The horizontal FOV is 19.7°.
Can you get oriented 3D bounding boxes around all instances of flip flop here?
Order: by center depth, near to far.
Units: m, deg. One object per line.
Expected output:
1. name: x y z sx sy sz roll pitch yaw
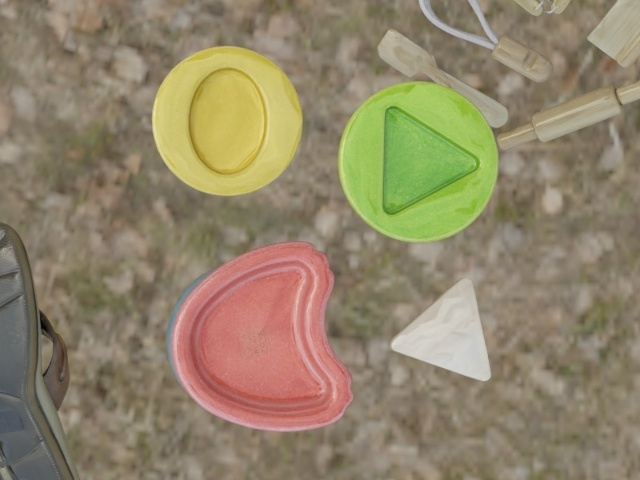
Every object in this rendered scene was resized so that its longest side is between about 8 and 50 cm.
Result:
1. flip flop: -0.240 0.112 1.460 0.112 0.080 0.277 -5 110 27

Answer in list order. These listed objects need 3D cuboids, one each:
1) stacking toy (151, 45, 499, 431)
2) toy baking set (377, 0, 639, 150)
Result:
1. stacking toy: 0.000 0.000 1.532 0.280 0.308 0.130 -1 178 -6
2. toy baking set: 0.194 -0.185 1.740 0.256 0.030 0.196 -25 100 20
